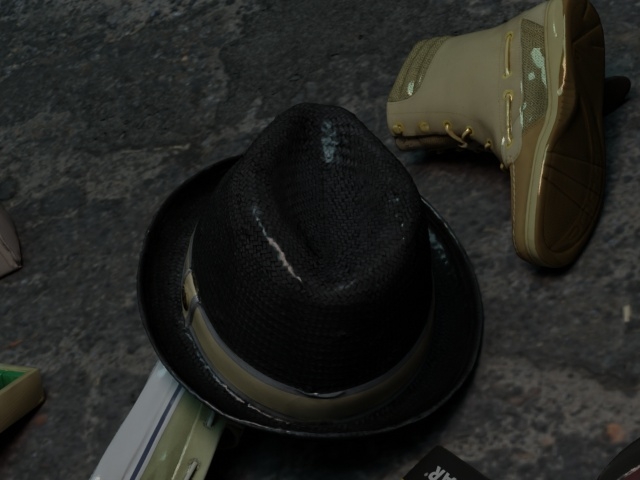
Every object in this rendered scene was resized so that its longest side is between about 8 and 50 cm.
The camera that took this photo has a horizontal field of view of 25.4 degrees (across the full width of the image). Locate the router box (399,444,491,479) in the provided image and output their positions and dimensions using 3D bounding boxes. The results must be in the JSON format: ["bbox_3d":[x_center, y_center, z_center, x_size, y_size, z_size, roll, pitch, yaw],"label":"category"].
[{"bbox_3d":[0.084,0.285,0.867,0.243,0.081,0.309,-42,30,-13],"label":"router box"}]

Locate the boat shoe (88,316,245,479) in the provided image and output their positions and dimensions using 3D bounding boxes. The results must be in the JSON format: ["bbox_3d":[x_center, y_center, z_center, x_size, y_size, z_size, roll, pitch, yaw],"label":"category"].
[{"bbox_3d":[-0.110,0.149,1.227,0.094,0.109,0.302,28,55,0],"label":"boat shoe"}]

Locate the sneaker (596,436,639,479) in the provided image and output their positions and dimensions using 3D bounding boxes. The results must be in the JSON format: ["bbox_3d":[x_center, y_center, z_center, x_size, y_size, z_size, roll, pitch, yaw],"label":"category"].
[{"bbox_3d":[0.270,0.203,0.950,0.162,0.106,0.281,-28,18,12],"label":"sneaker"}]

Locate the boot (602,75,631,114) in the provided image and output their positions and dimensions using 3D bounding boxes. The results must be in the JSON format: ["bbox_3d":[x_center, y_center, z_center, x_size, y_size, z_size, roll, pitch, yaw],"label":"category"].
[{"bbox_3d":[0.235,-0.157,1.386,0.106,0.037,0.114,-26,38,3],"label":"boot"}]

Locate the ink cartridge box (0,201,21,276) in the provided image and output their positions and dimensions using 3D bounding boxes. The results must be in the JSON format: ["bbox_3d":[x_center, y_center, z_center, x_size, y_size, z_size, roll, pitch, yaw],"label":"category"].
[{"bbox_3d":[-0.447,-0.003,1.486,0.218,0.158,0.092,-24,41,3],"label":"ink cartridge box"}]

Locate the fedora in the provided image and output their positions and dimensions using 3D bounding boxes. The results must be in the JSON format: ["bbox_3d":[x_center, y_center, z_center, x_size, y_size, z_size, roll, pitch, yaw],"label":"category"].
[{"bbox_3d":[0.000,0.000,1.187,0.334,0.152,0.334,6,47,-6],"label":"fedora"}]

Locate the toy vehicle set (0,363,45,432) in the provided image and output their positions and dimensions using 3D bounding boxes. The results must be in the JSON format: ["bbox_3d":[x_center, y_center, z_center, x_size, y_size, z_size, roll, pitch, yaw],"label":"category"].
[{"bbox_3d":[-0.418,0.161,1.348,0.267,0.035,0.166,3,23,29],"label":"toy vehicle set"}]

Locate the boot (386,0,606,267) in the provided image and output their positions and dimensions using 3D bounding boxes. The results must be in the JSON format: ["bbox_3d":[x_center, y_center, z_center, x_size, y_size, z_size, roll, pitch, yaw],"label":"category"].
[{"bbox_3d":[0.155,-0.090,1.314,0.203,0.095,0.262,-10,67,40],"label":"boot"}]
